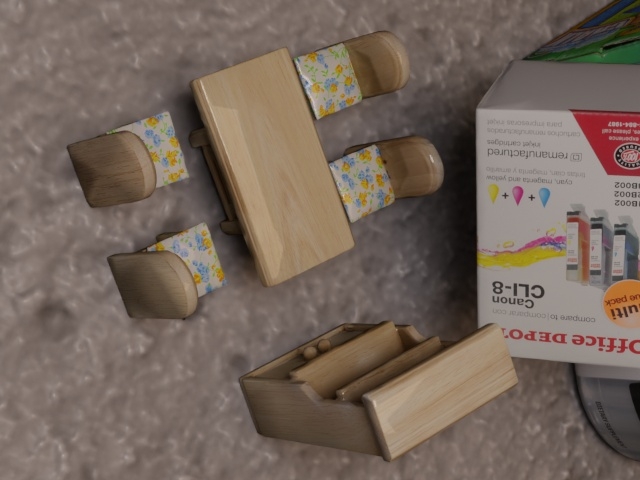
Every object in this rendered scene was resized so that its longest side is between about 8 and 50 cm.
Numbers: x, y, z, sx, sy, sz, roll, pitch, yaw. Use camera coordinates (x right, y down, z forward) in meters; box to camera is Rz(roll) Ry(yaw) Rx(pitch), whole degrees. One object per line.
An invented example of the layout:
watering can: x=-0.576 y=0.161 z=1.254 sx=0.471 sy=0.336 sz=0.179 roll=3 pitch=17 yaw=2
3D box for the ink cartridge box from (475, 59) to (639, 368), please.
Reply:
ink cartridge box: x=0.177 y=-0.020 z=0.831 sx=0.127 sy=0.128 sz=0.176 roll=-52 pitch=142 yaw=-61

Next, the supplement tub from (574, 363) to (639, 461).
supplement tub: x=0.362 y=0.088 z=0.926 sx=0.193 sy=0.316 sz=0.193 roll=2 pitch=86 yaw=-33

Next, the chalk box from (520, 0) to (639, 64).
chalk box: x=0.280 y=-0.097 z=0.963 sx=0.289 sy=0.179 sz=0.180 roll=-35 pitch=106 yaw=-30

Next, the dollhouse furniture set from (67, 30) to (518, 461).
dollhouse furniture set: x=0.000 y=0.000 z=0.782 sx=0.212 sy=0.161 sz=0.242 roll=-25 pitch=102 yaw=-32
